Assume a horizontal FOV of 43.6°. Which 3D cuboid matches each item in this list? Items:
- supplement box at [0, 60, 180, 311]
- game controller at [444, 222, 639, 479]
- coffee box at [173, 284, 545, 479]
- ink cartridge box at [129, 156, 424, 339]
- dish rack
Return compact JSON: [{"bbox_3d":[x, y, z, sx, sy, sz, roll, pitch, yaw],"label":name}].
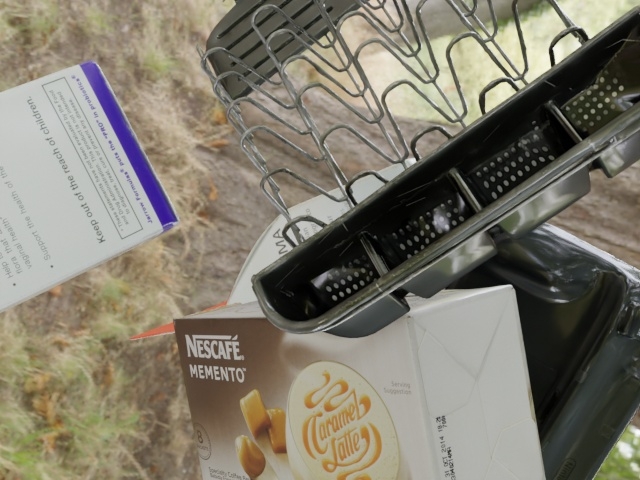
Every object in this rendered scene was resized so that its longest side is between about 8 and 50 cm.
[{"bbox_3d":[-0.215,-0.004,0.467,0.220,0.111,0.114,-30,97,-28],"label":"supplement box"},{"bbox_3d":[0.135,0.144,0.627,0.067,0.166,0.319,-6,125,-62],"label":"game controller"},{"bbox_3d":[0.013,0.108,0.538,0.098,0.246,0.141,-11,93,-40],"label":"coffee box"},{"bbox_3d":[0.000,0.000,0.935,0.308,0.384,0.091,-19,90,-64],"label":"ink cartridge box"},{"bbox_3d":[0.030,-0.097,0.425,0.208,0.272,0.074,-34,146,11],"label":"dish rack"}]
